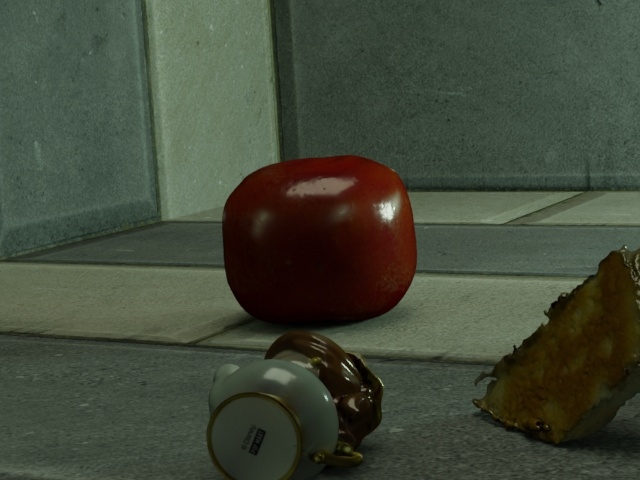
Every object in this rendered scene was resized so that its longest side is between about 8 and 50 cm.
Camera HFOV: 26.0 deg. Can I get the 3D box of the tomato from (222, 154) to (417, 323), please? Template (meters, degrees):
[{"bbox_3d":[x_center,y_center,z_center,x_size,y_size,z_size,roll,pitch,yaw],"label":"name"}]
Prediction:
[{"bbox_3d":[0.000,0.000,2.291,0.325,0.293,0.290,1,22,-3],"label":"tomato"}]

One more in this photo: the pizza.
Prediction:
[{"bbox_3d":[0.282,0.144,1.573,0.071,0.189,0.297,24,-50,-31],"label":"pizza"}]

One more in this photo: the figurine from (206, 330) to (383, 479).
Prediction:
[{"bbox_3d":[-0.026,0.182,1.487,0.189,0.142,0.263,31,15,11],"label":"figurine"}]
